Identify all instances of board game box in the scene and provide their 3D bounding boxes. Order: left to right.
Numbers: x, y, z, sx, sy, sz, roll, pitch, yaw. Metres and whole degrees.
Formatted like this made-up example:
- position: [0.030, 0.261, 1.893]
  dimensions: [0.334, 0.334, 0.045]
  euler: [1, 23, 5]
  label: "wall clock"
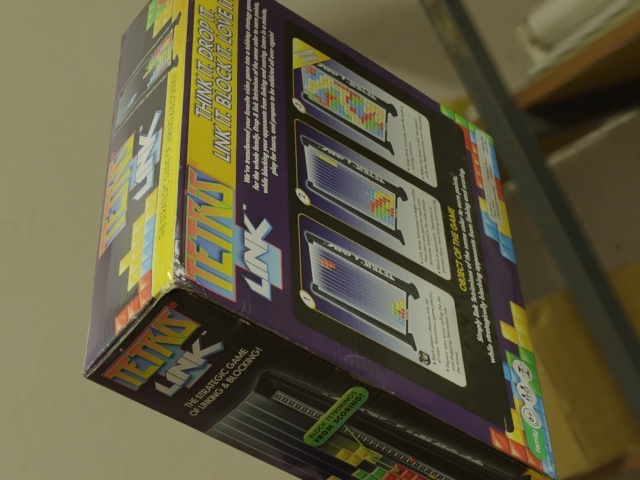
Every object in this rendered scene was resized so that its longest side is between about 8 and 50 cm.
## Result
- position: [0.000, 0.000, 0.491]
  dimensions: [0.141, 0.170, 0.048]
  euler: [28, -56, -24]
  label: "board game box"
